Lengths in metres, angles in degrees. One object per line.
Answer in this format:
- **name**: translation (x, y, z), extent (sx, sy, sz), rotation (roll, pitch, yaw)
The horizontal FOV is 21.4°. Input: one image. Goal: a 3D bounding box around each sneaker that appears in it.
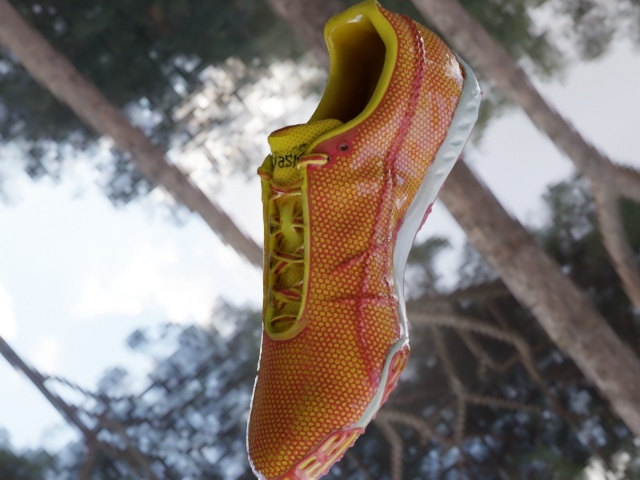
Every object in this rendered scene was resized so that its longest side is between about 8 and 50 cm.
- **sneaker**: translation (0.000, 0.000, 0.576), extent (0.064, 0.067, 0.175), rotation (-18, -129, 51)
